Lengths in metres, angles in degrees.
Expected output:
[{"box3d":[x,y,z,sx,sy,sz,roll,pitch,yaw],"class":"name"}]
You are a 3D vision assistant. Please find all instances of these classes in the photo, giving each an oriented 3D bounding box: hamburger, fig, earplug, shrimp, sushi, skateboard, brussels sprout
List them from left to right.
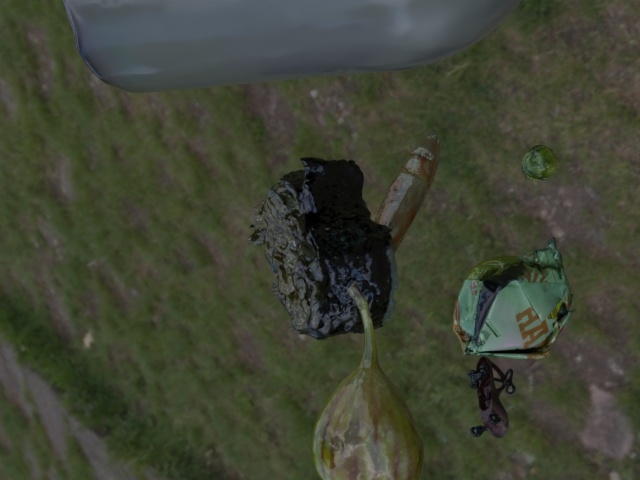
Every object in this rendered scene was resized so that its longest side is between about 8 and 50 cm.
[{"box3d":[-0.004,-0.291,0.789,0.394,0.312,0.312,0,125,12],"class":"earplug"},{"box3d":[0.000,0.000,0.946,0.212,0.115,0.147,-112,29,-44],"class":"sushi"},{"box3d":[0.024,0.128,0.703,0.093,0.093,0.166,-1,112,56],"class":"fig"},{"box3d":[0.130,-0.042,1.467,0.062,0.294,0.154,27,159,17],"class":"shrimp"},{"box3d":[0.312,0.279,1.600,0.067,0.080,0.151,128,151,-48],"class":"skateboard"},{"box3d":[0.348,0.096,1.566,0.125,0.214,0.235,-141,53,-57],"class":"hamburger"},{"box3d":[0.302,-0.105,1.235,0.051,0.046,0.083,25,-176,14],"class":"brussels sprout"}]
